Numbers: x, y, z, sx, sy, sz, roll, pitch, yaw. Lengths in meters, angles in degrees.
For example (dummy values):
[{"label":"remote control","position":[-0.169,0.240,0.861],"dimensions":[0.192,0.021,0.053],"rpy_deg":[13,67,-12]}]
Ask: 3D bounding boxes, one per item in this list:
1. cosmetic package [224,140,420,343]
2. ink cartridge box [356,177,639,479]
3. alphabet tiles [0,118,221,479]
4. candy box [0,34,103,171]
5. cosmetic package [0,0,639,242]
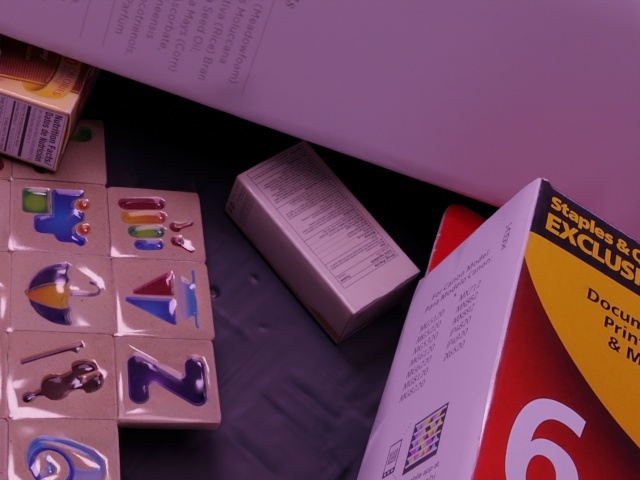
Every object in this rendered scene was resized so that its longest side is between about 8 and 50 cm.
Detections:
[{"label":"cosmetic package","position":[0.000,0.000,0.854],"dimensions":[0.060,0.041,0.115],"rpy_deg":[-29,71,-31]},{"label":"ink cartridge box","position":[0.192,0.118,0.743],"dimensions":[0.309,0.130,0.272],"rpy_deg":[31,50,-14]},{"label":"alphabet tiles","position":[-0.228,0.027,0.755],"dimensions":[0.342,0.011,0.285],"rpy_deg":[3,48,-16]},{"label":"candy box","position":[-0.229,-0.121,0.843],"dimensions":[0.186,0.053,0.109],"rpy_deg":[19,42,-7]},{"label":"cosmetic package","position":[0.017,-0.179,0.862],"dimensions":[0.453,0.162,0.230],"rpy_deg":[19,32,-4]}]
